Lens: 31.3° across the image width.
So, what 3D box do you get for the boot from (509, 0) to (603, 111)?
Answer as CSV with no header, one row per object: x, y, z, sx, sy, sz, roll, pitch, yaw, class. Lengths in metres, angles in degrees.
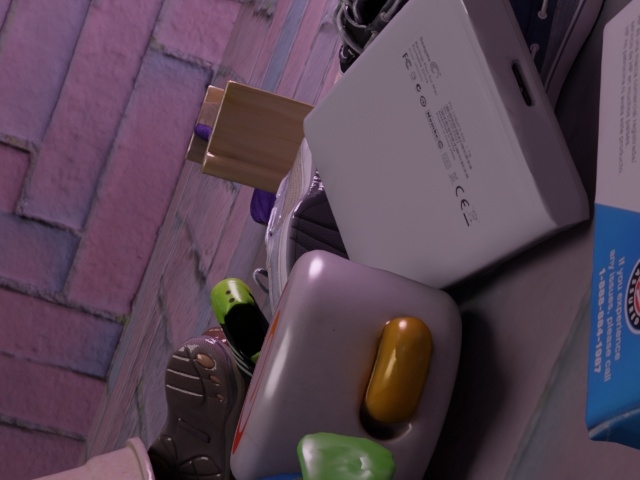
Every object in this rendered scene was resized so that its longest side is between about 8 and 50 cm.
0.138,-0.127,0.878,0.069,0.086,0.190,-123,53,-71,boot

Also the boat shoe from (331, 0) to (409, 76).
0.068,-0.235,1.196,0.113,0.105,0.306,-68,17,-8,boat shoe

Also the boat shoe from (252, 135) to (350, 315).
-0.002,-0.002,1.150,0.103,0.118,0.320,-51,23,33,boat shoe

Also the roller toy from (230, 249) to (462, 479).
0.025,0.112,0.878,0.191,0.146,0.209,-79,8,-61,roller toy

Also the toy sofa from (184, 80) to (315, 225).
-0.096,-0.109,1.539,0.362,0.150,0.177,-145,72,-78,toy sofa

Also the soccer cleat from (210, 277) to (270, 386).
-0.065,0.119,1.204,0.060,0.179,0.072,-28,30,-1,soccer cleat

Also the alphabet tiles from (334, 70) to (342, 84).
0.037,-0.143,1.392,0.278,0.021,0.284,126,157,-49,alphabet tiles

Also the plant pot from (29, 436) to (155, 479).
-0.354,0.421,1.370,0.334,0.305,0.333,176,90,-73,plant pot

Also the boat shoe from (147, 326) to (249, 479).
-0.129,0.233,1.401,0.116,0.123,0.324,-37,-27,-49,boat shoe

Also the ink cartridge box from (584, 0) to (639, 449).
0.213,-0.029,0.328,0.232,0.168,0.171,135,150,-59,ink cartridge box

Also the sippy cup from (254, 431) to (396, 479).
-0.016,0.275,0.730,0.305,0.240,0.224,-40,17,22,sippy cup

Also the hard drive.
0.082,-0.063,0.906,0.203,0.040,0.307,70,156,9,hard drive
